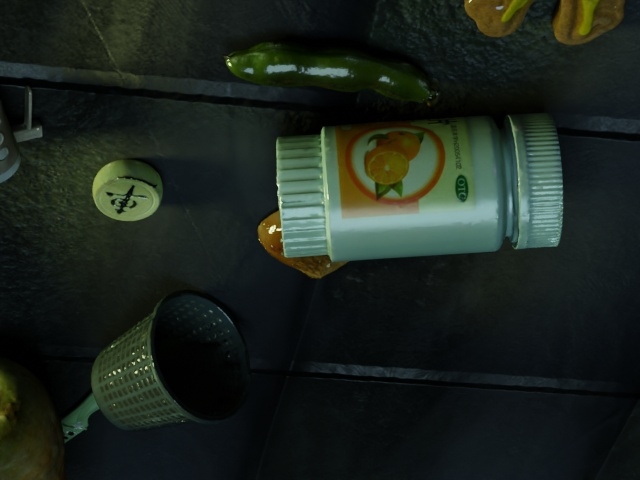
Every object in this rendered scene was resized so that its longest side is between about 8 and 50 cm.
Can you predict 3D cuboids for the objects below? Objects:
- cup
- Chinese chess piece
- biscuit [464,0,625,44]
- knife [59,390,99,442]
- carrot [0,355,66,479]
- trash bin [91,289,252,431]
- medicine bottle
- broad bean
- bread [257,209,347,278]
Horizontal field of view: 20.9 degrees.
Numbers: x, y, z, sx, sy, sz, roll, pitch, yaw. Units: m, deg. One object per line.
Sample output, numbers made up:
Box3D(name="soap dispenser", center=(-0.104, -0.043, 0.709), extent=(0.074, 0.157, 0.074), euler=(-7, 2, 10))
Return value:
Box3D(name="cup", center=(-0.366, -0.122, 1.931), extent=(0.102, 0.074, 0.099), euler=(-6, 139, 3))
Box3D(name="Chinese chess piece", center=(-0.227, -0.058, 2.044), extent=(0.084, 0.034, 0.084), euler=(-1, 140, -1))
Box3D(name="biscuit", center=(0.260, -0.315, 1.781), extent=(0.186, 0.044, 0.295), euler=(2, 139, -9))
Box3D(name="knife", center=(-0.335, 0.247, 2.396), extent=(0.043, 0.020, 0.293), euler=(31, 129, -29))
Box3D(name="carrot", center=(-0.444, 0.307, 2.308), extent=(0.224, 0.224, 0.341), euler=(-3, 143, -1))
Box3D(name="trash bin", center=(-0.203, 0.167, 2.222), extent=(0.161, 0.175, 0.175), euler=(-23, 137, 39))
Box3D(name="medicine bottle", center=(0.108, -0.059, 1.974), extent=(0.318, 0.158, 0.158), euler=(-4, 139, 0))
Box3D(name="broad bean", center=(0.017, -0.187, 1.906), extent=(0.254, 0.046, 0.065), euler=(7, 151, -14))
Box3D(name="bread", center=(0.000, 0.000, 2.122), extent=(0.129, 0.044, 0.126), euler=(-30, 134, 23))
